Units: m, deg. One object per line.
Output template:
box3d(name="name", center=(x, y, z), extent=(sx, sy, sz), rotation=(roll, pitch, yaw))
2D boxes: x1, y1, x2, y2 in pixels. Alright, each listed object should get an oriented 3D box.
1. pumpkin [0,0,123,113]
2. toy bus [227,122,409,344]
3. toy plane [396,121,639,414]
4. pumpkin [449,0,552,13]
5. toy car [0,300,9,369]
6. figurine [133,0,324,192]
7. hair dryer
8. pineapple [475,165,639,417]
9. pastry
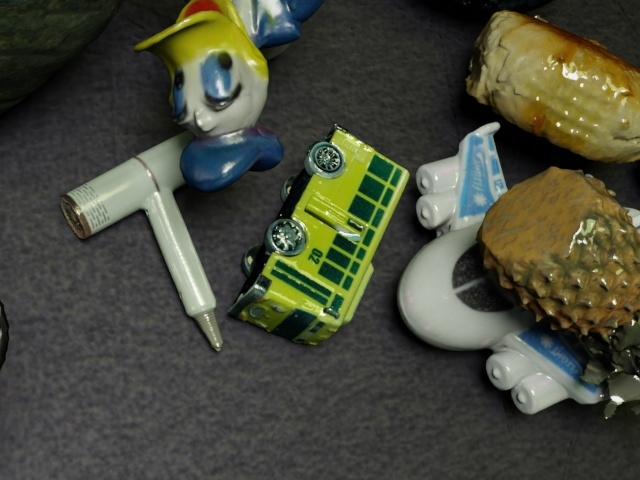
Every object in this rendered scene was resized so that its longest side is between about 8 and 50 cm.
box3d(name="pumpkin", center=(-0.274, -0.240, 0.615), extent=(0.291, 0.328, 0.257), rotation=(46, 25, 0))
box3d(name="toy bus", center=(0.000, 0.000, 0.764), extent=(0.101, 0.088, 0.175), rotation=(30, 63, -9))
box3d(name="toy plane", center=(0.189, 0.022, 0.804), extent=(0.267, 0.122, 0.266), rotation=(5, 70, -14))
box3d(name="pumpkin", center=(0.165, -0.333, 0.893), extent=(0.233, 0.163, 0.233), rotation=(8, 53, -11))
box3d(name="toy car", center=(-0.304, 0.073, 0.512), extent=(0.177, 0.213, 0.358), rotation=(24, 84, -30))
box3d(name="figurine", center=(-0.039, -0.190, 0.706), extent=(0.205, 0.283, 0.338), rotation=(12, 64, -6))
box3d(name="hair dryer", center=(-0.104, 0.004, 0.759), extent=(0.155, 0.044, 0.183), rotation=(-34, 89, -25))
box3d(name="pineapple", center=(0.230, 0.058, 0.707), extent=(0.251, 0.125, 0.125), rotation=(43, 62, -25))
box3d(name="pastry", center=(0.235, -0.150, 0.858), extent=(0.193, 0.093, 0.182), rotation=(25, 22, 0))
